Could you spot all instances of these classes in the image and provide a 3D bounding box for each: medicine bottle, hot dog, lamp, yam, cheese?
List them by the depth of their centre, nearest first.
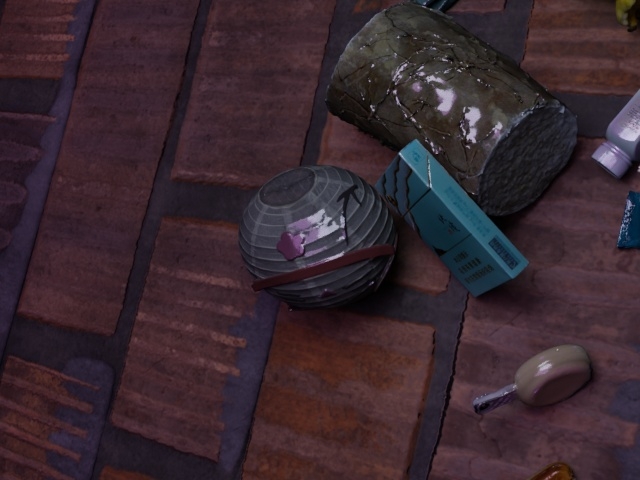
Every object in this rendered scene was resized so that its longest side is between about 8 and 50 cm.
[{"bbox_3d":[0.283,0.369,1.188,0.165,0.045,0.071,-39,62,18],"label":"hot dog"},{"bbox_3d":[0.294,0.201,1.200,0.171,0.092,0.048,-34,47,12],"label":"cheese"},{"bbox_3d":[0.436,-0.146,1.209,0.118,0.074,0.055,-50,59,11],"label":"medicine bottle"},{"bbox_3d":[0.185,-0.196,1.285,0.348,0.241,0.241,40,99,31],"label":"yam"},{"bbox_3d":[0.000,0.000,1.357,0.265,0.233,0.233,-15,70,27],"label":"lamp"}]

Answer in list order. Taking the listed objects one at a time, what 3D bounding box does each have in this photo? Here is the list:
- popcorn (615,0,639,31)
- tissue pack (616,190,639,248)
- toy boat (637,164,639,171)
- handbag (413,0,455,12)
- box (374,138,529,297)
[{"bbox_3d":[0.420,-0.399,1.231,0.168,0.173,0.195,-6,62,-14],"label":"popcorn"},{"bbox_3d":[0.479,-0.021,1.181,0.138,0.028,0.085,9,79,38],"label":"tissue pack"},{"bbox_3d":[0.515,-0.159,1.170,0.066,0.084,0.210,36,87,29],"label":"toy boat"},{"bbox_3d":[0.204,-0.552,1.441,0.268,0.100,0.274,-39,60,17],"label":"handbag"},{"bbox_3d":[0.180,-0.026,1.238,0.041,0.162,0.229,-41,86,-16],"label":"box"}]
